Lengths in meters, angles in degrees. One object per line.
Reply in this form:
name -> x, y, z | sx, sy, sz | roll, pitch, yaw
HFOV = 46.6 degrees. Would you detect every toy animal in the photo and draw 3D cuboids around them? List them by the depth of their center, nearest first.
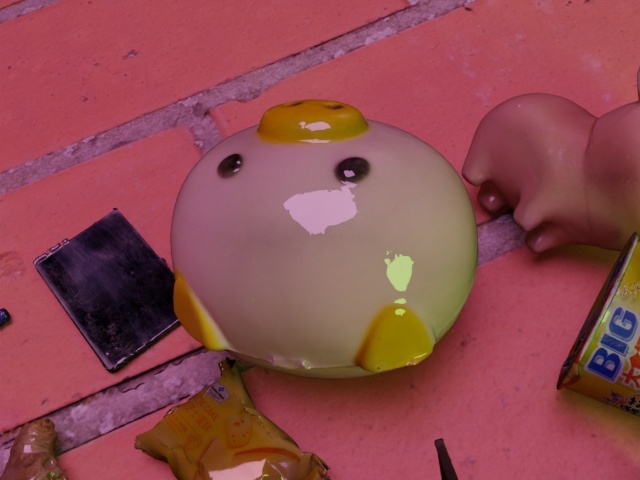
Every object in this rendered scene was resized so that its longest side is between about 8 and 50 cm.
toy animal -> 0.358, -0.096, 0.975 | 0.269, 0.237, 0.326 | -45, 51, 4

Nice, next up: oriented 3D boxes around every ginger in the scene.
ginger -> -0.370, 0.323, 0.898 | 0.137, 0.074, 0.213 | 21, 55, 24

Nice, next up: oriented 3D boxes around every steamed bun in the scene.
steamed bun -> 0.001, 0.005, 0.909 | 0.374, 0.334, 0.334 | 2, 54, 19

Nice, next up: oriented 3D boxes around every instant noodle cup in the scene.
instant noodle cup -> 0.376, 0.114, 0.834 | 0.153, 0.205, 0.205 | 28, 63, 16

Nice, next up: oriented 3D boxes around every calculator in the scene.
calculator -> -0.305, 0.067, 1.103 | 0.161, 0.021, 0.262 | -36, 56, -15

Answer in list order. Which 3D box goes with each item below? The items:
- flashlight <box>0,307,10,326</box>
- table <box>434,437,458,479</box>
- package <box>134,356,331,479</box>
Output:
flashlight -> -0.517, 0.132, 1.088 | 0.121, 0.035, 0.057 | -26, 53, -8
table -> 0.267, 0.311, 0.668 | 0.251, 0.196, 0.282 | -17, 36, -1
package -> -0.108, 0.252, 0.882 | 0.168, 0.090, 0.226 | -39, 54, -19
